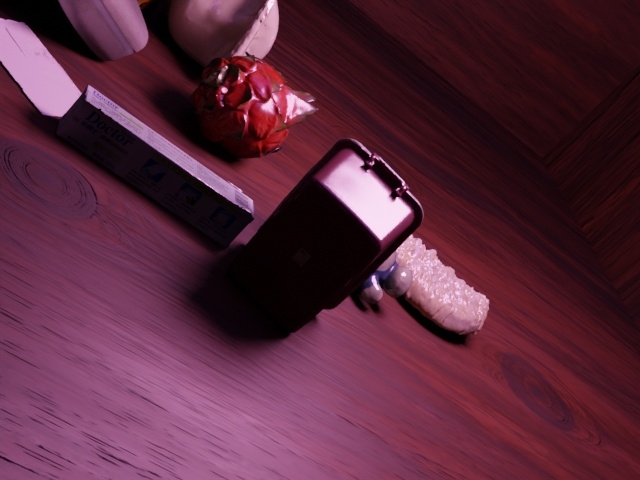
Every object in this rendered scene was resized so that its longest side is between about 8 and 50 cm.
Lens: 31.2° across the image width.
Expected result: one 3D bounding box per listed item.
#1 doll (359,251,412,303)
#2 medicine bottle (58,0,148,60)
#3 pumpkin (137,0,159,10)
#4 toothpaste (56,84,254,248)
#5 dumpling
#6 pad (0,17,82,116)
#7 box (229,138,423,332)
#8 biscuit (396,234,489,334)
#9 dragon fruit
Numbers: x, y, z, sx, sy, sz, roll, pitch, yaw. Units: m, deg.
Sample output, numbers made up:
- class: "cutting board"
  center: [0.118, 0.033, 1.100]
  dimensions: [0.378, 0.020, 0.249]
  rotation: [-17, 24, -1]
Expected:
- class: "doll"
  center: [0.065, -0.004, 2.107]
  dimensions: [0.258, 0.154, 0.228]
  rotation: [29, 61, -61]
- class: "medicine bottle"
  center: [-0.431, -0.516, 2.055]
  dimensions: [0.282, 0.122, 0.375]
  rotation: [66, 2, -65]
- class: "pumpkin"
  center: [-0.376, -0.538, 2.336]
  dimensions: [0.131, 0.126, 0.248]
  rotation: [44, 20, -8]
- class: "toothpaste"
  center: [-0.257, -0.115, 1.828]
  dimensions: [0.336, 0.081, 0.067]
  rotation: [35, 22, -24]
- class: "dumpling"
  center: [-0.181, -0.519, 2.401]
  dimensions: [0.233, 0.315, 0.395]
  rotation: [32, 20, -40]
- class: "pad"
  center: [-0.465, -0.282, 1.859]
  dimensions: [0.232, 0.004, 0.156]
  rotation: [50, 22, 14]
- class: "box"
  center: [0.000, 0.000, 1.830]
  dimensions: [0.193, 0.294, 0.167]
  rotation: [46, 32, 3]
- class: "biscuit"
  center: [0.219, 0.095, 2.331]
  dimensions: [0.281, 0.084, 0.179]
  rotation: [41, 25, -5]
- class: "dragon fruit"
  center: [-0.131, -0.251, 2.174]
  dimensions: [0.192, 0.193, 0.274]
  rotation: [24, 4, 40]
